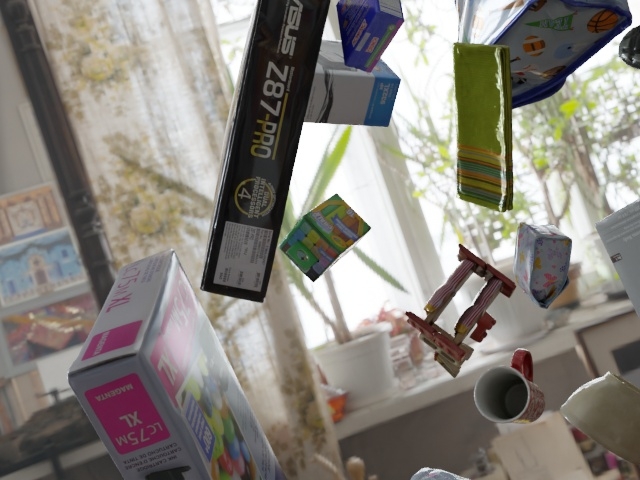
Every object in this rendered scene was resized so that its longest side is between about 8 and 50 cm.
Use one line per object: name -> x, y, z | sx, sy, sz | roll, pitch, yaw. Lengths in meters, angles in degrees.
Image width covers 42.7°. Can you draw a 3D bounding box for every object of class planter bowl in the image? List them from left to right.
planter bowl -> 0.522, 0.301, 1.445 | 0.109, 0.162, 0.162 | -60, -8, 7

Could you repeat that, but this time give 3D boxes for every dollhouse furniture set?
dollhouse furniture set -> 0.317, 0.173, 1.895 | 0.201, 0.152, 0.374 | -51, -16, -9

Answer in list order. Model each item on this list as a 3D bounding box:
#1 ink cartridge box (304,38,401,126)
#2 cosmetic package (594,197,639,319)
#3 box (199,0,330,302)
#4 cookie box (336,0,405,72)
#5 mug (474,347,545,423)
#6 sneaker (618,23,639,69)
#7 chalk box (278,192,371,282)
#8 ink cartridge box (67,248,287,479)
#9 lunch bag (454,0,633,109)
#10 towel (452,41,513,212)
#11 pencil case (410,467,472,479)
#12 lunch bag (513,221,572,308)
ink cartridge box -> -0.003, -0.372, 1.894 | 0.307, 0.129, 0.223 | -1, 36, -23
cosmetic package -> 0.582, 0.047, 1.379 | 0.107, 0.238, 0.127 | -12, -17, -31
box -> -0.086, -0.143, 1.140 | 0.097, 0.395, 0.318 | 11, 8, -10
cookie box -> 0.059, -0.276, 0.994 | 0.040, 0.107, 0.092 | 10, -35, -23
mug -> 0.410, 0.312, 1.679 | 0.150, 0.113, 0.169 | -47, -32, 9
sneaker -> 0.582, -0.270, 1.213 | 0.267, 0.101, 0.106 | 7, -21, 27
chalk box -> 0.000, 0.000, 2.006 | 0.132, 0.132, 0.213 | -48, -6, 38
ink cartridge box -> -0.089, 0.180, 0.662 | 0.065, 0.311, 0.186 | -18, 21, 5
lunch bag -> 0.376, -0.452, 1.529 | 0.238, 0.328, 0.385 | 10, -24, -19
towel -> 0.228, -0.160, 1.167 | 0.021, 0.237, 0.102 | -23, 27, -35
pencil case -> 0.303, 0.550, 1.650 | 0.273, 0.124, 0.113 | 5, 11, 38
lunch bag -> 0.248, 0.027, 0.919 | 0.053, 0.083, 0.071 | 5, 14, -4
